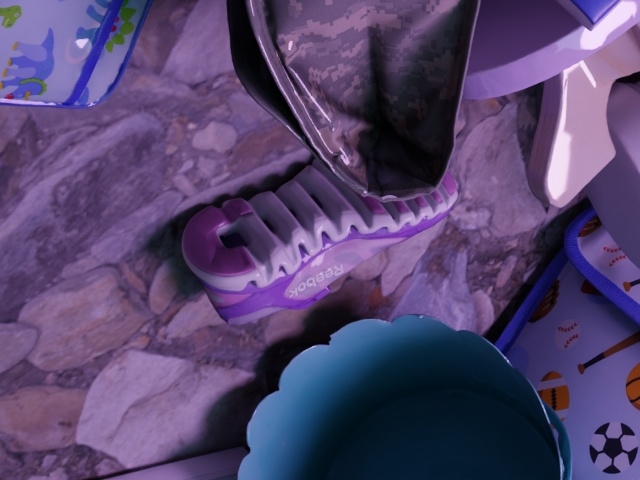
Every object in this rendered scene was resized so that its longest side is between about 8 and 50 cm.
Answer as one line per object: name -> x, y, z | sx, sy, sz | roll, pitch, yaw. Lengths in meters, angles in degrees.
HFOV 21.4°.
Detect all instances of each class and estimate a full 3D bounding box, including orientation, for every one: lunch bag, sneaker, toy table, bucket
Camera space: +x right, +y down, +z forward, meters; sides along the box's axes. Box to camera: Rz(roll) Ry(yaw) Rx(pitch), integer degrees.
lunch bag -> 0.349, 0.135, 1.586 | 0.239, 0.328, 0.385 | 20, 109, -52
lunch bag -> -0.174, -0.191, 1.056 | 0.176, 0.090, 0.219 | 6, 119, -46
sneaker -> 0.000, 0.000, 1.364 | 0.236, 0.095, 0.104 | -22, 141, -19
toy table -> 0.228, -0.162, 1.326 | 0.274, 0.252, 0.161 | -36, 122, -2
bucket -> 0.086, 0.215, 1.466 | 0.281, 0.281, 0.183 | -43, 154, -3
lunch bag -> 0.019, -0.193, 1.079 | 0.169, 0.235, 0.287 | -7, 133, 3

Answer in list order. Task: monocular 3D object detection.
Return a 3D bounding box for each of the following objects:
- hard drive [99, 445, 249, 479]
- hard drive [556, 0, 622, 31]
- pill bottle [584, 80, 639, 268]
hard drive -> -0.228, 0.311, 1.452 | 0.353, 0.047, 0.233 | -9, 128, -36
hard drive -> 0.230, -0.334, 1.199 | 0.319, 0.210, 0.040 | -45, 174, -1
pill bottle -> 0.412, -0.122, 1.477 | 0.363, 0.210, 0.210 | -27, 137, -7
